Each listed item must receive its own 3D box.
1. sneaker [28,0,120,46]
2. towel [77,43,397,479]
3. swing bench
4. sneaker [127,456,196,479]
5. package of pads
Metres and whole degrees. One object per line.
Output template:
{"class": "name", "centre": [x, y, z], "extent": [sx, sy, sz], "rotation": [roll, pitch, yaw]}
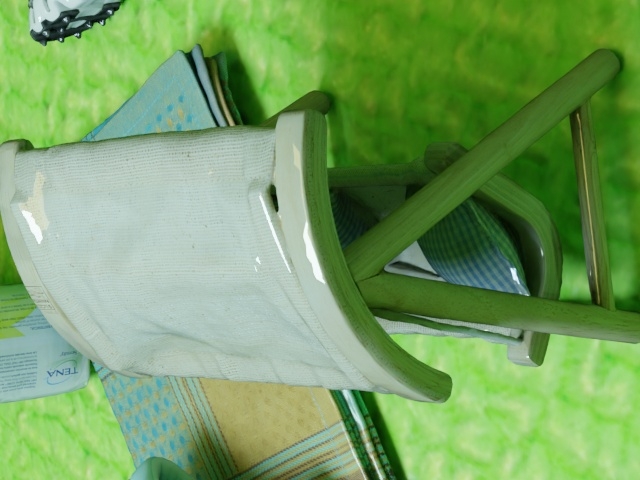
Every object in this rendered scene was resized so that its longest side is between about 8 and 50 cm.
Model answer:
{"class": "sneaker", "centre": [-0.150, -0.222, 1.108], "extent": [0.234, 0.078, 0.106], "rotation": [-21, 88, 50]}
{"class": "towel", "centre": [-0.083, 0.077, 1.154], "extent": [0.271, 0.040, 0.370], "rotation": [-31, 80, 48]}
{"class": "swing bench", "centre": [0.000, 0.000, 0.876], "extent": [0.253, 0.255, 0.165], "rotation": [0, 101, 48]}
{"class": "sneaker", "centre": [-0.015, 0.240, 1.012], "extent": [0.366, 0.135, 0.150], "rotation": [19, 91, 33]}
{"class": "package of pads", "centre": [-0.355, 0.098, 1.310], "extent": [0.297, 0.229, 0.101], "rotation": [-9, 88, 48]}
